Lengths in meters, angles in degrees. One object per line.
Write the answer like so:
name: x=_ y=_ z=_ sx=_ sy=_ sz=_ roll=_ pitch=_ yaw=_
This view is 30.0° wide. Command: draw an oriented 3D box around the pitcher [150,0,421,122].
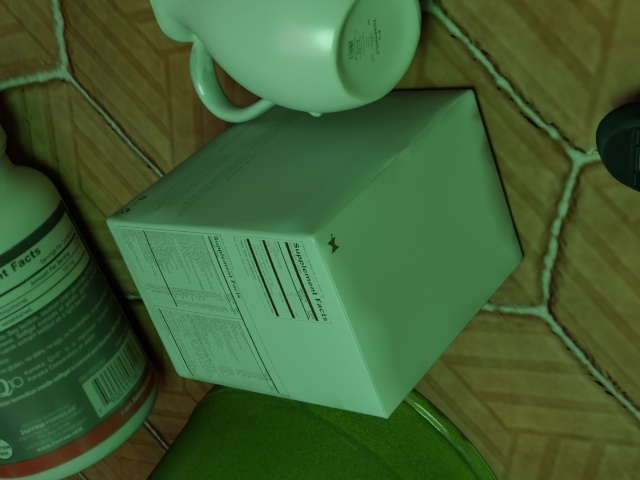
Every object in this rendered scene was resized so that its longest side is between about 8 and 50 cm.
pitcher: x=-0.031 y=-0.143 z=0.833 sx=0.207 sy=0.125 sz=0.177 roll=27 pitch=140 yaw=38

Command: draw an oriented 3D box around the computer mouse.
computer mouse: x=0.280 y=-0.037 z=0.699 sx=0.242 sy=0.041 sz=0.071 roll=19 pitch=143 yaw=23

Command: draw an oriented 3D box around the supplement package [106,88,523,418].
supplement package: x=0.000 y=0.000 z=0.865 sx=0.203 sy=0.194 sz=0.149 roll=5 pitch=127 yaw=42

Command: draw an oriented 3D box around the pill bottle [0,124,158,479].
pill bottle: x=-0.331 y=0.053 z=1.220 sx=0.210 sy=0.210 sz=0.363 roll=-1 pitch=122 yaw=44

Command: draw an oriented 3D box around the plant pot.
plant pot: x=-0.061 y=0.337 z=1.094 sx=0.366 sy=0.353 sz=0.366 roll=26 pitch=138 yaw=26
